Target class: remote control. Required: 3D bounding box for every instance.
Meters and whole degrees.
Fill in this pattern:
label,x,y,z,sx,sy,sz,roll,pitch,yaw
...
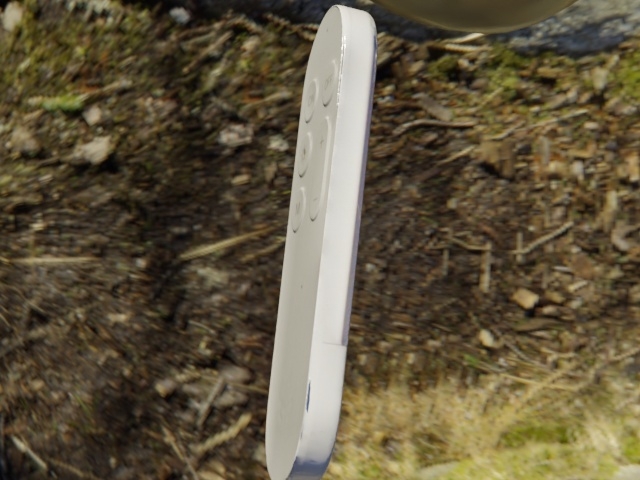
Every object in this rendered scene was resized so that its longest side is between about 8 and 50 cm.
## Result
label,x,y,z,sx,sy,sz,roll,pitch,yaw
remote control,0.000,0.000,0.619,0.022,0.077,0.245,9,78,-13

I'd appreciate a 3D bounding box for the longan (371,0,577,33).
label,x,y,z,sx,sy,sz,roll,pitch,yaw
longan,0.124,-0.354,0.951,0.404,0.336,0.404,20,62,-44
